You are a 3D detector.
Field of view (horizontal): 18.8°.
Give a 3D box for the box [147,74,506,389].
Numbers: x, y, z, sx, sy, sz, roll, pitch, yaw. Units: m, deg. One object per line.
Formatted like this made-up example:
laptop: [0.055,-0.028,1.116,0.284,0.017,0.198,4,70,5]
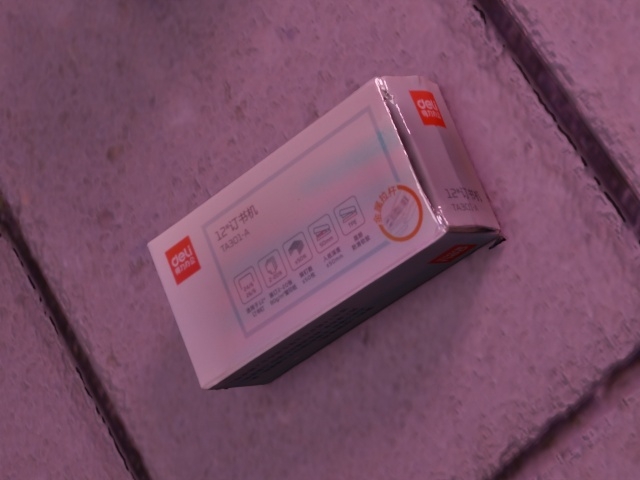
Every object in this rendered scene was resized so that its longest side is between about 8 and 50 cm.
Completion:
box: [0.000,0.000,1.441,0.269,0.079,0.135,-35,69,33]
